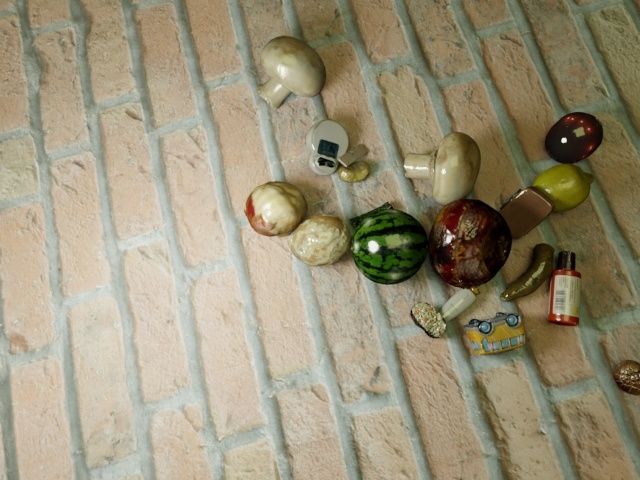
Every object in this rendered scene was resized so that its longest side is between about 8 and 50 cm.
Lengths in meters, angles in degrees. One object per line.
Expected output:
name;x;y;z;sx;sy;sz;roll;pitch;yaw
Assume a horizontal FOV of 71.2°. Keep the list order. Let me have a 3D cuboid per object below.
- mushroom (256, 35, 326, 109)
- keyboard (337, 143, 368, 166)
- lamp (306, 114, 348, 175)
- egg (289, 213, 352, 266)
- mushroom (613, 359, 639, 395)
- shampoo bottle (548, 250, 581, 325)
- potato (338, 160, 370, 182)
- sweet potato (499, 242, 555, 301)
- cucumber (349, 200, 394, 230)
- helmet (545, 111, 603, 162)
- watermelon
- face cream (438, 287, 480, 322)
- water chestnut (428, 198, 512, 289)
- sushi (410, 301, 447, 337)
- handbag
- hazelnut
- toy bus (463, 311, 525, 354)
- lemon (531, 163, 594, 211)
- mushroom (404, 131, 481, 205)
mushroom;-0.132;-0.695;1.894;0.297;0.297;0.290;44;118;11
keyboard;0.133;-0.353;1.858;0.055;0.017;0.166;45;50;7
lamp;0.022;-0.386;1.860;0.179;0.108;0.246;14;82;-17
egg;0.000;0.000;1.725;0.245;0.203;0.204;-15;76;9
mushroom;1.134;0.497;1.622;0.109;0.085;0.126;-42;73;-7
shampoo bottle;0.928;0.178;1.696;0.104;0.104;0.279;10;77;4
potato;0.139;-0.282;1.851;0.137;0.070;0.092;-11;57;-12
sweet potato;0.809;0.137;1.731;0.286;0.085;0.112;-49;45;1
cucumber;0.210;-0.099;1.815;0.187;0.058;0.058;-25;77;-6
helmet;1.026;-0.416;1.812;0.216;0.193;0.189;-39;78;22
watermelon;0.253;0.024;1.666;0.284;0.285;0.286;0;76;2
face cream;0.534;0.241;1.721;0.182;0.051;0.072;-37;74;-8
water chestnut;0.535;0.009;1.684;0.302;0.350;0.351;16;73;49
sushi;0.409;0.300;1.697;0.090;0.078;0.150;-40;77;-8
handbag;0.789;-0.113;1.736;0.072;0.193;0.151;-22;68;-48
hazelnut;-0.173;-0.116;1.764;0.260;0.261;0.241;-23;109;-4
toy bus;0.649;0.348;1.657;0.209;0.126;0.136;-13;85;-2
lemon;0.935;-0.201;1.755;0.248;0.184;0.184;-21;76;15
mushroom;0.471;-0.290;1.753;0.289;0.292;0.293;14;76;23
